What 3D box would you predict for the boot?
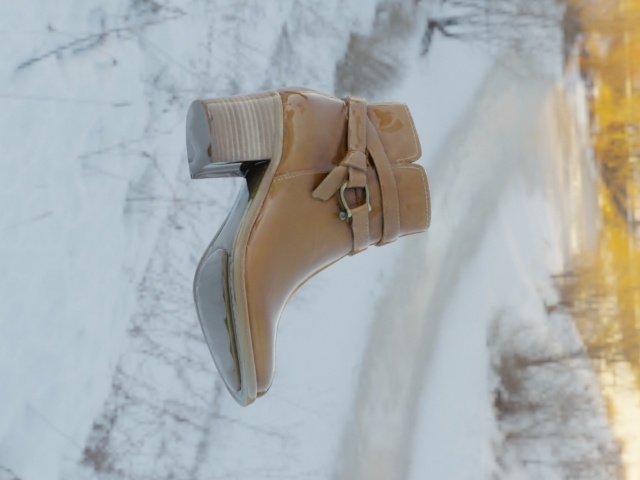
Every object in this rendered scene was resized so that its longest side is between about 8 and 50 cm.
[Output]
[{"bbox_3d":[0.000,0.000,0.681,0.073,0.152,0.197,0,-87,63],"label":"boot"}]
